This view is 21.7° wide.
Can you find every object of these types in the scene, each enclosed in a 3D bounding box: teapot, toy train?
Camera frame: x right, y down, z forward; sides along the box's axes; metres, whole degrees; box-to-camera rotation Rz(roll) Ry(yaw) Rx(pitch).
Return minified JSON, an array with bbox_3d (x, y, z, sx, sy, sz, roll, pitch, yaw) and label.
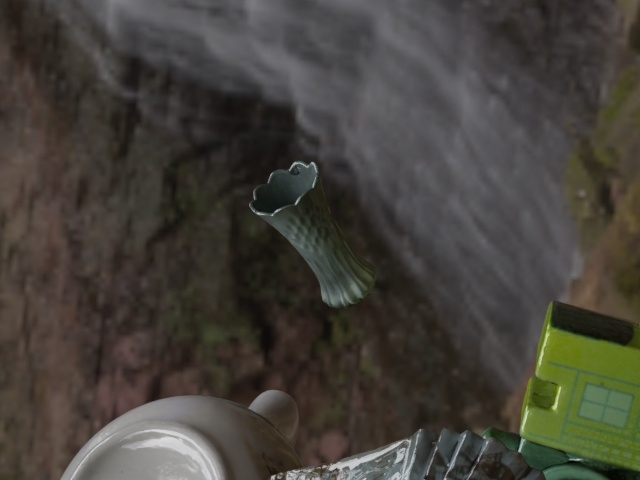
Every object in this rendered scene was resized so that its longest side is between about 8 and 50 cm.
[{"bbox_3d":[-0.102,0.223,1.181,0.298,0.204,0.139,-64,-30,-17],"label":"teapot"},{"bbox_3d":[0.381,0.208,1.650,0.179,0.442,0.272,-43,-33,-78],"label":"toy train"}]

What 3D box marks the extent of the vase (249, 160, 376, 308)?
[{"bbox_3d":[0.000,0.000,1.675,0.148,0.081,0.081,56,-155,-28],"label":"vase"}]

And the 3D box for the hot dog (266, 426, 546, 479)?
[{"bbox_3d":[0.020,0.177,0.751,0.270,0.082,0.162,-30,80,46],"label":"hot dog"}]
